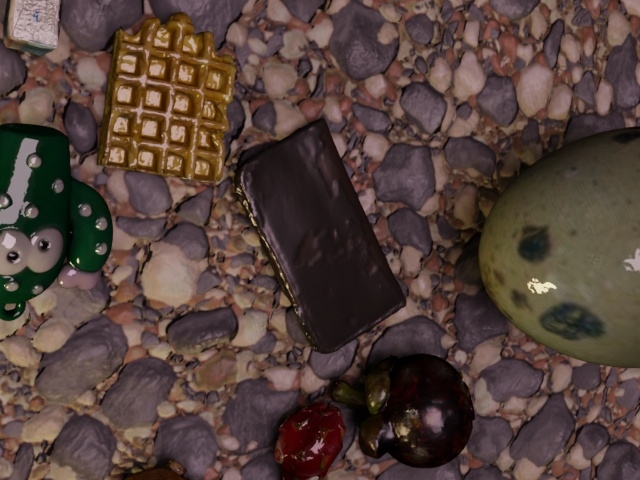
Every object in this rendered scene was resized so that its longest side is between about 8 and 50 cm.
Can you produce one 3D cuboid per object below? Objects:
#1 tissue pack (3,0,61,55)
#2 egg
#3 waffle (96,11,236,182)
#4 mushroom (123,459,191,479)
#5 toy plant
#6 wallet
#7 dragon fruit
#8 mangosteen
[{"bbox_3d":[-0.339,-0.259,1.143,0.059,0.094,0.074,5,92,-23],"label":"tissue pack"},{"bbox_3d":[0.435,0.013,1.386,0.428,0.345,0.345,-9,101,-17],"label":"egg"},{"bbox_3d":[-0.189,-0.186,1.241,0.160,0.055,0.210,9,92,-24],"label":"waffle"},{"bbox_3d":[-0.216,0.356,1.296,0.127,0.087,0.127,-4,116,-9],"label":"mushroom"},{"bbox_3d":[-0.361,-0.014,1.150,0.233,0.112,0.243,-26,125,-26],"label":"toy plant"},{"bbox_3d":[0.000,0.000,1.357,0.165,0.042,0.309,-32,109,-19],"label":"wallet"},{"bbox_3d":[-0.028,0.314,1.365,0.094,0.094,0.190,17,101,-25],"label":"dragon fruit"},{"bbox_3d":[0.130,0.249,1.387,0.184,0.172,0.172,-23,106,-15],"label":"mangosteen"}]
